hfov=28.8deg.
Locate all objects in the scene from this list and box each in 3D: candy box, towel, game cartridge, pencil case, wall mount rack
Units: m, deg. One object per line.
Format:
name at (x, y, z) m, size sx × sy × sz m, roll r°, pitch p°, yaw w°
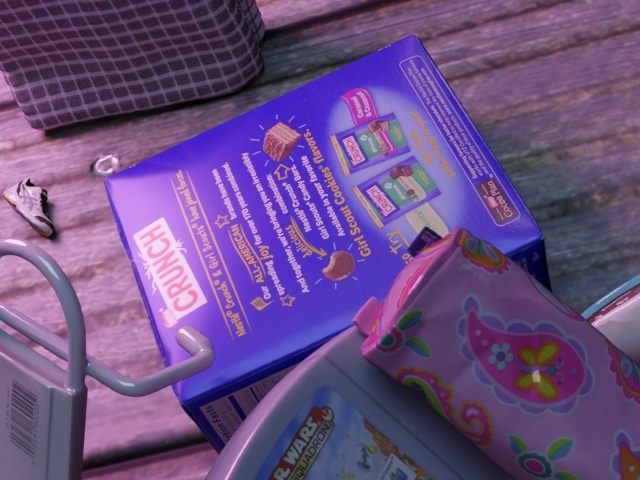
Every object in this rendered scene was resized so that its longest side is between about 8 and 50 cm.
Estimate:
candy box at (0.000, 0.000, 1.085) m, size 0.317 × 0.122 × 0.268 m, roll -24°, pitch 52°, yaw -2°
towel at (-0.217, -0.233, 1.260) m, size 0.283 × 0.235 × 0.121 m, roll -9°, pitch 58°, yaw 11°
game cartridge at (0.014, 0.203, 0.864) m, size 0.062 × 0.198 × 0.297 m, roll -31°, pitch 19°, yaw 49°
pencil case at (0.159, 0.113, 0.875) m, size 0.284 × 0.124 × 0.124 m, roll 38°, pitch 69°, yaw 0°
wall mount rack at (-0.227, 0.122, 0.989) m, size 0.304 × 0.350 × 0.130 m, roll 28°, pitch 32°, yaw 31°

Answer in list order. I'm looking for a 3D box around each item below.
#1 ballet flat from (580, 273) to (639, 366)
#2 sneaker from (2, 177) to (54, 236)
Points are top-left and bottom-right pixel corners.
ballet flat at (0.386, 0.019, 0.954) m, size 0.400 × 0.139 × 0.139 m, roll -30°, pitch 51°, yaw -7°
sneaker at (-0.289, -0.037, 1.263) m, size 0.037 × 0.032 × 0.083 m, roll -40°, pitch 53°, yaw -13°
